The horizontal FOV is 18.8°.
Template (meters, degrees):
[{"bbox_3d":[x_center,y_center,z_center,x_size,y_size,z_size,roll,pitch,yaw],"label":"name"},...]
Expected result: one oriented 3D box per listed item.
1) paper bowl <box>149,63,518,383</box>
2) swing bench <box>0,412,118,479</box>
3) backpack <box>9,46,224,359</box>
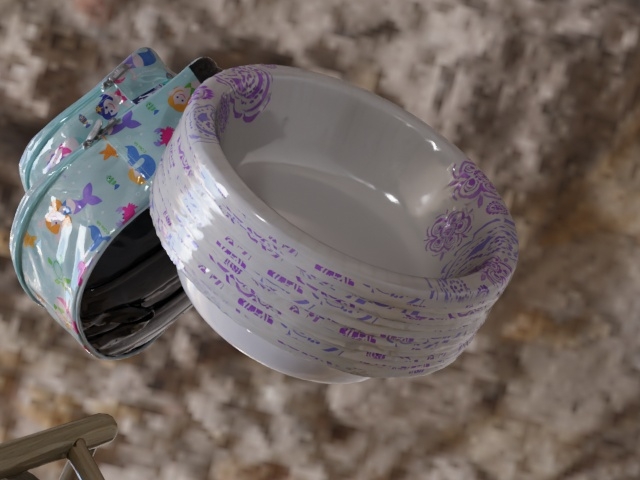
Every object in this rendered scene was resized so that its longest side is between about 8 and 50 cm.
[{"bbox_3d":[0.000,0.000,1.519,0.148,0.284,0.284,-59,13,30],"label":"paper bowl"},{"bbox_3d":[-0.233,0.239,1.051,0.165,0.254,0.253,53,127,40],"label":"swing bench"},{"bbox_3d":[-0.157,-0.027,1.714,0.253,0.191,0.225,-48,-23,-16],"label":"backpack"}]
